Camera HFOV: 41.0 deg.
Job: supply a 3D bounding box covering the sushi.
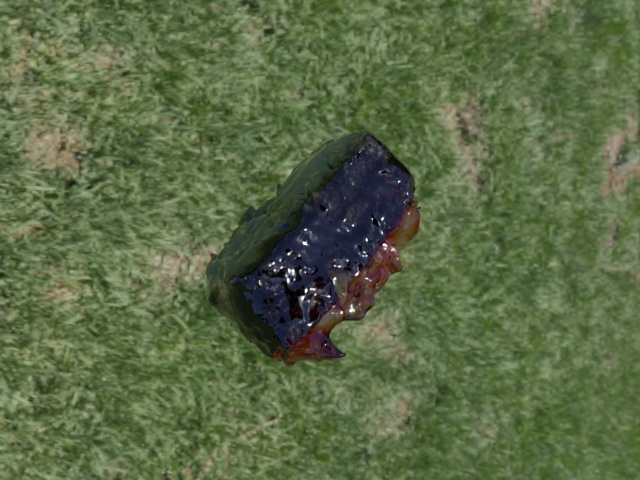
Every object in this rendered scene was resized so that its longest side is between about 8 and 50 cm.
[{"bbox_3d":[0.000,0.000,1.118,0.343,0.196,0.182,-49,115,-26],"label":"sushi"}]
